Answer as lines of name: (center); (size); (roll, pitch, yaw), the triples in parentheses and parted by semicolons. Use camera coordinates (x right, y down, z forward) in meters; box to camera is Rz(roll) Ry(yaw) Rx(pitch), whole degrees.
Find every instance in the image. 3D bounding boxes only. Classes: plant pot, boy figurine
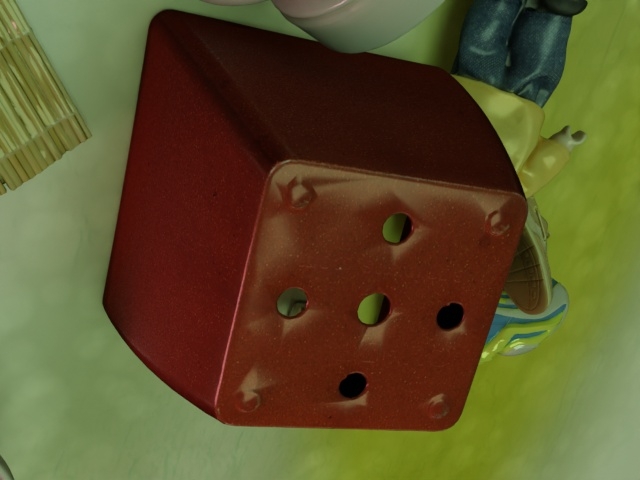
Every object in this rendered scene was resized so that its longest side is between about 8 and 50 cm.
plant pot: (0.000, 0.000, 0.628); (0.267, 0.236, 0.267); (7, 109, -22)
boy figurine: (0.158, -0.101, 0.791); (0.177, 0.092, 0.285); (15, 109, -2)

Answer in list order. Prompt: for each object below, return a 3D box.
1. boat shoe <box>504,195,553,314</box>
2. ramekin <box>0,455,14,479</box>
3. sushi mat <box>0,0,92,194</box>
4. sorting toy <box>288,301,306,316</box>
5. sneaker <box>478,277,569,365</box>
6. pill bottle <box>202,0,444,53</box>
boat shoe: (0.210, -0.009, 0.869); (0.059, 0.063, 0.170); (-18, 90, -38)
ramekin: (-0.341, 0.198, 0.622); (0.207, 0.109, 0.207); (-14, 120, -27)
sushi mat: (-0.285, -0.157, 0.537); (0.151, 0.019, 0.316); (-32, 126, -14)
sorting toy: (-0.014, 0.103, 0.846); (0.062, 0.012, 0.083); (8, 108, -35)
sneaker: (0.167, 0.065, 0.894); (0.240, 0.091, 0.126); (-22, 123, -21)
pill bottle: (-0.083, -0.283, 0.471); (0.408, 0.229, 0.229); (28, 96, -39)
